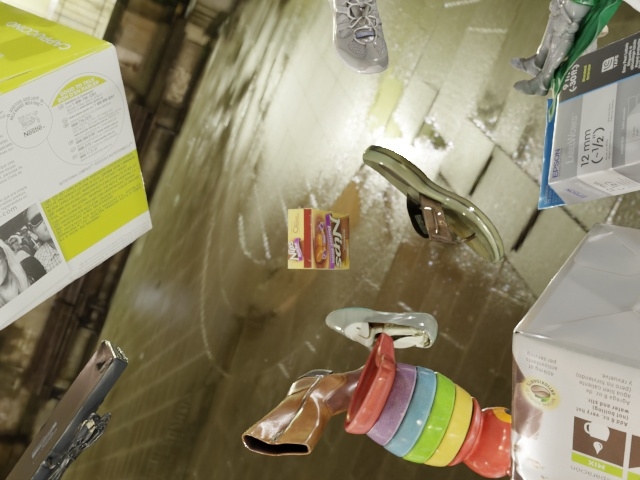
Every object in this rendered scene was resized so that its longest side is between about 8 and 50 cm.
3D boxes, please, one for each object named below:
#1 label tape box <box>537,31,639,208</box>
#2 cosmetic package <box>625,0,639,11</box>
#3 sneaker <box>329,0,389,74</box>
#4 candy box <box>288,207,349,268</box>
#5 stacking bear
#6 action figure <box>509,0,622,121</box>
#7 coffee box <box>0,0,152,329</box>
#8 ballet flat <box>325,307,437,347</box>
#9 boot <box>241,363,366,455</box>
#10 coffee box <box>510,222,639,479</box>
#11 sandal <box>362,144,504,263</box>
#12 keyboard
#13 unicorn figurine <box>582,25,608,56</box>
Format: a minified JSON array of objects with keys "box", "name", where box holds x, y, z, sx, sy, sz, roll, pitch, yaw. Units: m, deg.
[{"box":[0.507,-0.212,1.382,0.347,0.115,0.249,-13,63,57],"name":"label tape box"},{"box":[0.317,-0.281,0.284,0.327,0.329,0.394,53,151,35],"name":"cosmetic package"},{"box":[0.071,-0.465,1.560,0.115,0.105,0.281,94,161,-62],"name":"sneaker"},{"box":[0.000,0.000,1.420,0.186,0.053,0.109,5,-96,-68],"name":"candy box"},{"box":[0.202,0.299,1.259,0.175,0.288,0.164,-71,5,-78],"name":"stacking bear"},{"box":[0.235,-0.235,0.655,0.137,0.063,0.232,-82,10,-50],"name":"action figure"},{"box":[-0.505,-0.125,1.121,0.338,0.337,0.335,-39,-39,-37],"name":"coffee box"},{"box":[0.110,0.167,1.408,0.068,0.213,0.072,-78,-16,-45],"name":"ballet flat"},{"box":[0.023,0.323,1.464,0.280,0.264,0.096,-30,-62,-64],"name":"boot"},{"box":[0.222,0.161,0.551,0.168,0.118,0.297,-37,-51,-45],"name":"coffee box"},{"box":[0.187,-0.051,1.323,0.086,0.302,0.120,-54,1,-11],"name":"sandal"},{"box":[-0.355,0.287,1.007,0.317,0.033,0.201,-56,23,-5],"name":"keyboard"},{"box":[0.510,-0.403,1.456,0.060,0.162,0.111,-34,58,4],"name":"unicorn figurine"}]
